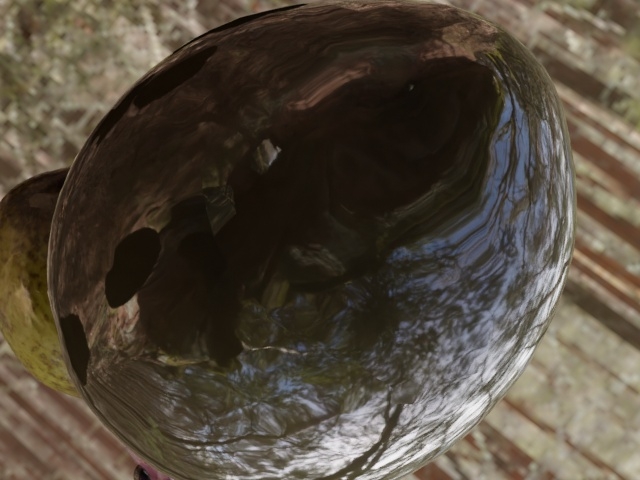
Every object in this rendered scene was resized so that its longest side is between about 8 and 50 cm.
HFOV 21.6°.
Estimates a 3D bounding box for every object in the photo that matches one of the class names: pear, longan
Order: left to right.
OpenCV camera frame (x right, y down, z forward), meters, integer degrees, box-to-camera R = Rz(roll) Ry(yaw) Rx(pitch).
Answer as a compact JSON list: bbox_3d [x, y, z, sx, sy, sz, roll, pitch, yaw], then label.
[{"bbox_3d":[-0.137,0.027,1.174,0.197,0.197,0.197,-40,152,-26],"label":"pear"},{"bbox_3d":[0.000,0.000,0.745,0.248,0.248,0.248,-40,152,-26],"label":"longan"}]

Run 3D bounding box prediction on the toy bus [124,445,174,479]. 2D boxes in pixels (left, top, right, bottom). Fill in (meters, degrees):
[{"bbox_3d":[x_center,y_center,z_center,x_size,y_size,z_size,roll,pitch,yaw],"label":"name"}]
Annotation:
[{"bbox_3d":[-0.092,0.221,1.434,0.090,0.063,0.203,-46,132,-23],"label":"toy bus"}]
